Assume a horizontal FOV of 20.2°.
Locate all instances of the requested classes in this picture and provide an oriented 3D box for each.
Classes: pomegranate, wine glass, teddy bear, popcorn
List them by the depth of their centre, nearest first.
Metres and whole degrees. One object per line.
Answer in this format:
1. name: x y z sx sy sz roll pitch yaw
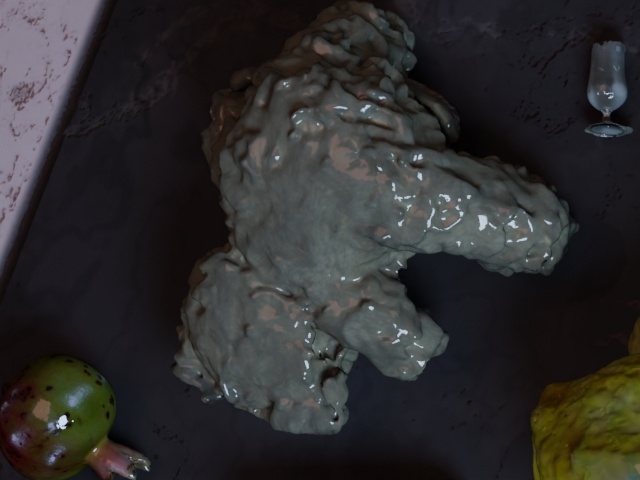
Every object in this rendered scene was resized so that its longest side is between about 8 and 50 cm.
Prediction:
1. popcorn: 0.288 0.169 1.376 0.276 0.225 0.276 3 76 -11
2. wine glass: 0.256 -0.134 1.584 0.042 0.039 0.083 -6 71 32
3. teddy bear: 0.000 0.000 1.636 0.357 0.224 0.367 49 119 29
4. pomegranate: -0.248 0.190 1.768 0.129 0.129 0.159 -30 99 22
